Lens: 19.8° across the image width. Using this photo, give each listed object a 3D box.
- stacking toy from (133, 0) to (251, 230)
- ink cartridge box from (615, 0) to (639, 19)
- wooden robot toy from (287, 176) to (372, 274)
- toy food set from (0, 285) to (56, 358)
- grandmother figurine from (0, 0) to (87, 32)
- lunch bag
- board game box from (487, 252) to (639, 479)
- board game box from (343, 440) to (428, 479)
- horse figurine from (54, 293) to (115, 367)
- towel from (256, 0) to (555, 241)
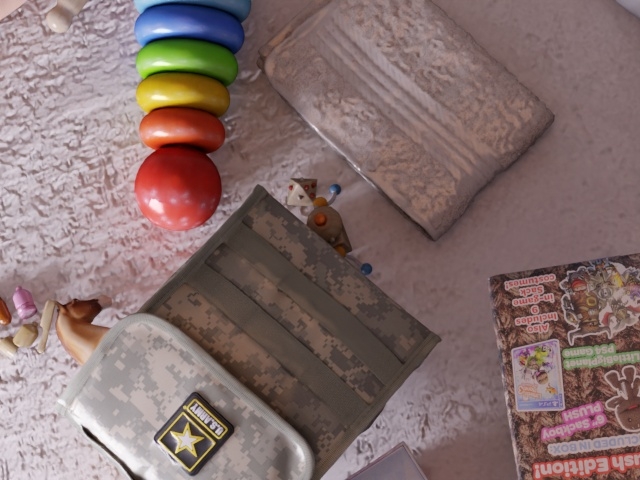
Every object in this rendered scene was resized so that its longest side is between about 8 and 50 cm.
[{"bbox_3d":[-0.141,-0.172,1.897,0.141,0.141,0.330,3,81,10],"label":"stacking toy"},{"bbox_3d":[0.389,-0.320,1.832,0.212,0.154,0.093,-44,74,-6],"label":"ink cartridge box"},{"bbox_3d":[0.000,0.000,1.840,0.076,0.079,0.173,-22,72,2],"label":"wooden robot toy"},{"bbox_3d":[-0.331,0.083,1.900,0.122,0.019,0.078,7,77,20],"label":"toy food set"},{"bbox_3d":[-0.315,-0.325,1.979,0.342,0.104,0.208,-33,99,-5],"label":"grandmother figurine"},{"bbox_3d":[-0.074,0.134,1.719,0.235,0.169,0.287,41,70,4],"label":"lunch bag"},{"bbox_3d":[0.250,0.186,1.668,0.141,0.232,0.291,-9,72,7],"label":"board game box"},{"bbox_3d":[0.033,0.407,1.724,0.319,0.066,0.318,-32,72,-1],"label":"board game box"},{"bbox_3d":[-0.163,0.155,1.829,0.174,0.066,0.263,-14,69,-3],"label":"horse figurine"},{"bbox_3d":[0.082,-0.155,1.889,0.187,0.049,0.282,-45,73,-5],"label":"towel"}]
